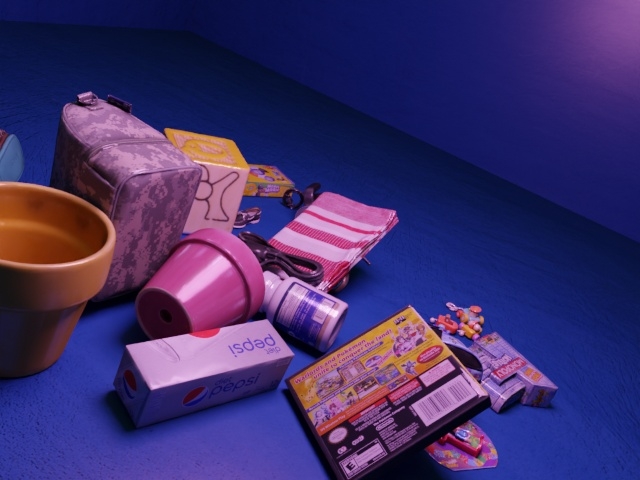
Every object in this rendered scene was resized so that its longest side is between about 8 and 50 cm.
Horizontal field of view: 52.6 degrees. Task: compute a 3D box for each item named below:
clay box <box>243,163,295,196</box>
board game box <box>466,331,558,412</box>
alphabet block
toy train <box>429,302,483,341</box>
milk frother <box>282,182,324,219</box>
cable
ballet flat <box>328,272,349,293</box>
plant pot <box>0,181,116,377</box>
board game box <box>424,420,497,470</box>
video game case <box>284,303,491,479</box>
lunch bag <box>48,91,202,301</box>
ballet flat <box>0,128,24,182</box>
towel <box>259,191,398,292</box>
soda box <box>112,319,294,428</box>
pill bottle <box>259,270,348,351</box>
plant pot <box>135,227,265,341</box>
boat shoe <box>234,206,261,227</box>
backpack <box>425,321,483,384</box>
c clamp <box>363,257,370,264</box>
[{"bbox_3d":[-0.203,-0.183,1.949,0.222,0.053,0.127,0,31,-39],"label":"clay box"},{"bbox_3d":[0.405,0.297,1.415,0.194,0.060,0.194,36,29,32],"label":"board game box"},{"bbox_3d":[-0.306,-0.142,1.612,0.192,0.197,0.193,6,28,-29],"label":"alphabet block"},{"bbox_3d":[0.348,0.190,1.608,0.125,0.046,0.166,27,26,13],"label":"toy train"},{"bbox_3d":[-0.048,-0.088,1.845,0.143,0.129,0.135,-18,13,22],"label":"milk frother"},{"bbox_3d":[-0.114,0.048,1.456,0.287,0.072,0.139,15,28,19],"label":"cable"},{"bbox_3d":[0.001,0.051,1.572,0.096,0.095,0.280,43,1,-44],"label":"ballet flat"},{"bbox_3d":[-0.467,0.070,1.001,0.254,0.239,0.254,17,24,-8],"label":"plant pot"},{"bbox_3d":[0.257,0.361,1.202,0.168,0.033,0.133,6,28,-28],"label":"board game box"},{"bbox_3d":[0.105,0.258,1.105,0.274,0.035,0.248,-30,41,-8],"label":"video game case"},{"bbox_3d":[-0.394,-0.084,1.199,0.256,0.305,0.212,36,31,20],"label":"lunch bag"},{"bbox_3d":[-0.714,-0.104,1.318,0.182,0.164,0.483,-13,29,-16],"label":"ballet flat"},{"bbox_3d":[0.000,0.000,1.526,0.237,0.037,0.329,18,46,35],"label":"towel"},{"bbox_3d":[-0.189,0.214,1.084,0.286,0.091,0.098,-5,41,-43],"label":"soda box"},{"bbox_3d":[-0.048,0.140,1.331,0.186,0.112,0.112,26,25,13],"label":"pill bottle"},{"bbox_3d":[-0.230,0.102,1.181,0.201,0.201,0.180,28,34,16],"label":"plant pot"},{"bbox_3d":[-0.202,-0.063,1.720,0.046,0.038,0.125,33,27,27],"label":"boat shoe"},{"bbox_3d":[0.222,0.245,1.262,0.173,0.158,0.117,16,16,5],"label":"backpack"},{"bbox_3d":[0.041,0.020,1.754,0.160,0.022,0.137,3,30,-34],"label":"c clamp"}]
